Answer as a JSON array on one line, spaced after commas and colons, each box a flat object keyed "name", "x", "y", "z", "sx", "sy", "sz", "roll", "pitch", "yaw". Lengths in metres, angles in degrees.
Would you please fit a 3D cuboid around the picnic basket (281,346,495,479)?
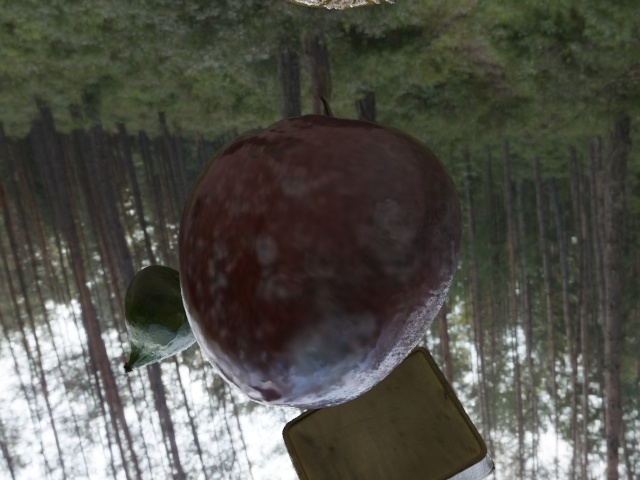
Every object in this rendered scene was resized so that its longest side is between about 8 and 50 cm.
[{"name": "picnic basket", "x": 0.116, "y": 0.369, "z": 1.104, "sx": 0.313, "sy": 0.175, "sz": 0.228, "roll": -31, "pitch": -123, "yaw": 2}]

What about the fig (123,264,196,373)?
[{"name": "fig", "x": -0.360, "y": 0.191, "z": 1.401, "sx": 0.203, "sy": 0.235, "sz": 0.203, "roll": 26, "pitch": -173, "yaw": -3}]

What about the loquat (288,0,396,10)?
[{"name": "loquat", "x": 0.018, "y": -0.468, "z": 0.825, "sx": 0.329, "sy": 0.328, "sz": 0.328, "roll": -7, "pitch": -166, "yaw": 2}]

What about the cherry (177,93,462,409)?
[{"name": "cherry", "x": 0.000, "y": 0.000, "z": 0.531, "sx": 0.236, "sy": 0.285, "sz": 0.213, "roll": -18, "pitch": 149, "yaw": 42}]
